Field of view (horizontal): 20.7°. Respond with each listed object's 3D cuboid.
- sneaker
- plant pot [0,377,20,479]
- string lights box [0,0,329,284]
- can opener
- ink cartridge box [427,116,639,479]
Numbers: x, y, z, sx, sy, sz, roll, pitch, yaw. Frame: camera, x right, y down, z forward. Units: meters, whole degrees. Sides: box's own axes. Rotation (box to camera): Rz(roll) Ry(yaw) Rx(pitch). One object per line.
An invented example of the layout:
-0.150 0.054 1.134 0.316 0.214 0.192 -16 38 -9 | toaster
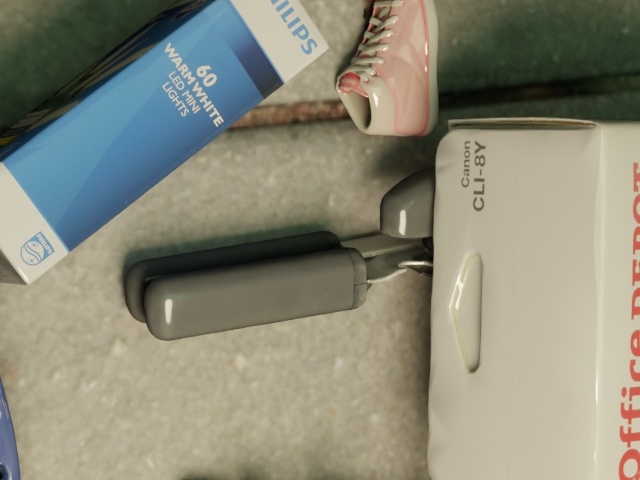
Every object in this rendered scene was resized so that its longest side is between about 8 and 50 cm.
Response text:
0.047 -0.141 1.297 0.070 0.051 0.134 -9 99 -29 | sneaker
-0.299 0.154 1.051 0.236 0.236 0.212 -29 109 -21 | plant pot
-0.132 -0.078 1.171 0.260 0.133 0.077 -40 106 -19 | string lights box
0.000 0.000 1.259 0.283 0.076 0.095 -9 111 -25 | can opener
0.276 0.053 1.302 0.385 0.160 0.279 -1 92 -38 | ink cartridge box
